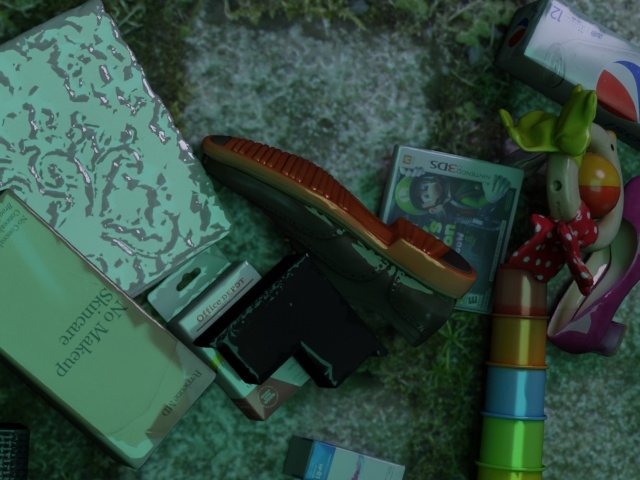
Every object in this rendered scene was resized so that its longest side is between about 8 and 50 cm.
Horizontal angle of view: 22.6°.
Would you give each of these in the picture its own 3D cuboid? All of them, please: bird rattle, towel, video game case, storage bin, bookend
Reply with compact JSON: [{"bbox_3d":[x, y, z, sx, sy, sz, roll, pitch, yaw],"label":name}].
[{"bbox_3d":[0.322,-0.060,1.963,0.207,0.143,0.254,-2,78,-52],"label":"bird rattle"},{"bbox_3d":[-0.308,-0.071,1.851,0.317,0.053,0.332,-32,98,-17],"label":"towel"},{"bbox_3d":[0.154,-0.012,1.996,0.173,0.022,0.190,10,98,-17],"label":"video game case"},{"bbox_3d":[-0.417,0.241,1.765,0.180,0.122,0.084,3,87,-18],"label":"storage bin"},{"bbox_3d":[-0.033,0.123,1.851,0.156,0.072,0.157,-44,101,-17],"label":"bookend"}]

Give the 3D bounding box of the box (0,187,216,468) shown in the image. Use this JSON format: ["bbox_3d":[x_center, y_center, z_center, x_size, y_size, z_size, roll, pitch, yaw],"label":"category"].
[{"bbox_3d":[-0.282,0.098,1.765,0.311,0.121,0.148,42,76,-14],"label":"box"}]

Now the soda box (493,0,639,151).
[{"bbox_3d":[0.373,-0.202,2.058,0.286,0.098,0.091,29,79,-16],"label":"soda box"}]

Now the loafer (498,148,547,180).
[{"bbox_3d":[0.248,-0.087,2.044,0.125,0.045,0.039,-28,112,-11],"label":"loafer"}]

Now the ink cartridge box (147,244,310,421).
[{"bbox_3d":[-0.099,0.104,1.904,0.115,0.067,0.198,-44,100,-16],"label":"ink cartridge box"}]

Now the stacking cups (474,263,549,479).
[{"bbox_3d":[0.246,0.187,1.996,0.096,0.096,0.316,7,86,-18],"label":"stacking cups"}]

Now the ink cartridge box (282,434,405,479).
[{"bbox_3d":[0.028,0.276,1.926,0.122,0.088,0.052,17,82,-17],"label":"ink cartridge box"}]

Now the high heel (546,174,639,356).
[{"bbox_3d":[0.357,0.027,2.041,0.117,0.082,0.244,15,95,-40],"label":"high heel"}]

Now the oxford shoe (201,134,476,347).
[{"bbox_3d":[0.000,0.000,1.909,0.363,0.130,0.133,32,107,1],"label":"oxford shoe"}]
